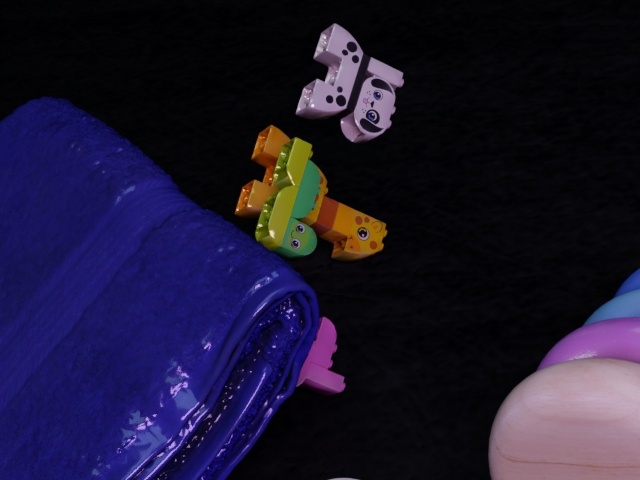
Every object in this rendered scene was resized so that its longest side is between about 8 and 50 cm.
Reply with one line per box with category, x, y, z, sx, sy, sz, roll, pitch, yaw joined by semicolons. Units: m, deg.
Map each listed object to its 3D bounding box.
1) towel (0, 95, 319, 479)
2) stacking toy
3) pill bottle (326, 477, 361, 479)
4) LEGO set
towel;-0.145;0.059;1.013;0.227;0.076;0.308;-50;43;-3
stacking toy;0.217;0.032;0.891;0.141;0.141;0.330;9;39;34
pill bottle;0.015;0.170;0.839;0.067;0.067;0.120;-15;35;4
LEGO set;0.000;0.000;1.060;0.087;0.093;0.227;-25;45;61
